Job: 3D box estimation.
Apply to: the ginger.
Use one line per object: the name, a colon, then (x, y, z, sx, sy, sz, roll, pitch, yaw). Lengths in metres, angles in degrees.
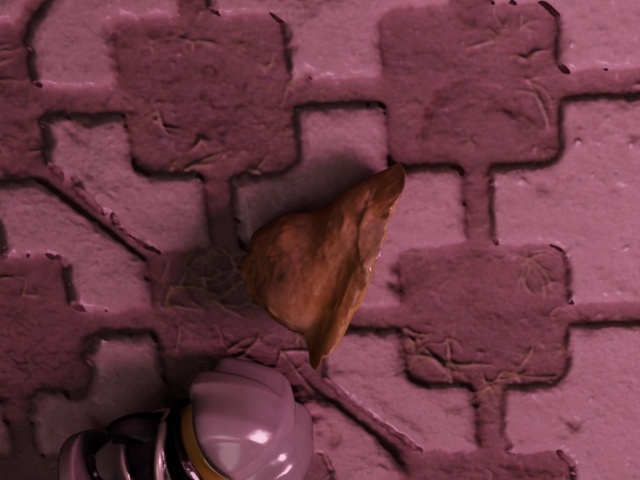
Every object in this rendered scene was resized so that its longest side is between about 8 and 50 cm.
ginger: (0.004, -0.002, 1.466, 0.123, 0.115, 0.193, 31, 107, 9)

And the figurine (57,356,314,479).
figurine: (-0.117, 0.217, 1.579, 0.236, 0.133, 0.176, -23, 121, 21)
